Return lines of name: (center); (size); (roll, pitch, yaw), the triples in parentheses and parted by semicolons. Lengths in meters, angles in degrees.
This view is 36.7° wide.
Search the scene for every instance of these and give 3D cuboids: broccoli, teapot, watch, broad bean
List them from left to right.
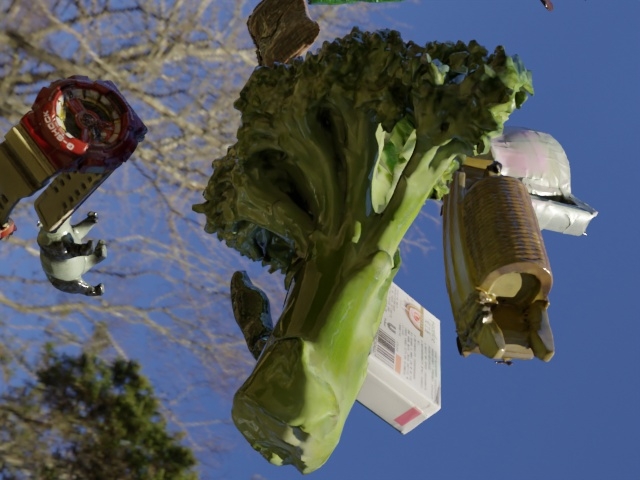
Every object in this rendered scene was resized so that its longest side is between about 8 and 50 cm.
watch: (-0.282, -0.064, 0.998); (0.268, 0.165, 0.102); (-39, -94, 40)
broad bean: (-0.088, 0.113, 1.334); (0.061, 0.046, 0.195); (-61, -148, 16)
broccoli: (-0.001, 0.004, 0.917); (0.275, 0.353, 0.396); (17, -97, 0)
teapot: (0.271, -0.069, 1.427); (0.163, 0.178, 0.221); (-49, -129, 38)

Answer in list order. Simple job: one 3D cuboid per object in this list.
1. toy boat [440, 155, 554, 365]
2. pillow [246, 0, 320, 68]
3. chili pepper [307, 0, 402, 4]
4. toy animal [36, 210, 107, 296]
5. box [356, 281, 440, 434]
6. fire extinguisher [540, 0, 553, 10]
toy boat: (0.186, 0.009, 1.017); (0.310, 0.089, 0.115); (-88, -167, -45)
pillow: (-0.069, -0.367, 1.668); (0.135, 0.034, 0.211); (-41, -139, 20)
chili pepper: (0.098, -0.378, 1.328); (0.254, 0.099, 0.083); (-15, -138, 7)
toy animal: (-0.481, 0.013, 1.847); (0.121, 0.225, 0.093); (2, -128, -1)
box: (0.098, 0.155, 1.360); (0.081, 0.135, 0.199); (-41, -160, 30)
fire extinguisher: (0.394, -0.461, 1.373); (0.106, 0.147, 0.337); (-47, 179, -35)
